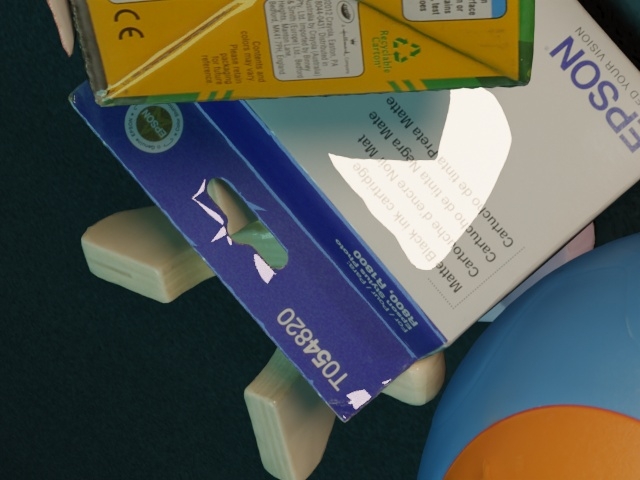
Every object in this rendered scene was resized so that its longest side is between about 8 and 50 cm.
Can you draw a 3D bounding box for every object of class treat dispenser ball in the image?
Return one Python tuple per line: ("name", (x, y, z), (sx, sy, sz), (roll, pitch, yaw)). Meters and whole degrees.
("treat dispenser ball", (0.185, 0.134, 0.767), (0.288, 0.288, 0.288), (31, 142, 28))

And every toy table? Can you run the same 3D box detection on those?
("toy table", (0.000, 0.000, 0.974), (0.274, 0.161, 0.252), (8, 128, 45))

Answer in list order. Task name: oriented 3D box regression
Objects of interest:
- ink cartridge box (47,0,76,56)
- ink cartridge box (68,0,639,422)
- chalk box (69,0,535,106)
("ink cartridge box", (-0.155, -0.307, 0.641), (0.091, 0.385, 0.308), (-5, 147, 5))
("ink cartridge box", (0.026, -0.063, 0.832), (0.223, 0.224, 0.045), (49, 176, 2))
("chalk box", (-0.004, -0.213, 0.707), (0.179, 0.289, 0.180), (-2, 132, 6))
